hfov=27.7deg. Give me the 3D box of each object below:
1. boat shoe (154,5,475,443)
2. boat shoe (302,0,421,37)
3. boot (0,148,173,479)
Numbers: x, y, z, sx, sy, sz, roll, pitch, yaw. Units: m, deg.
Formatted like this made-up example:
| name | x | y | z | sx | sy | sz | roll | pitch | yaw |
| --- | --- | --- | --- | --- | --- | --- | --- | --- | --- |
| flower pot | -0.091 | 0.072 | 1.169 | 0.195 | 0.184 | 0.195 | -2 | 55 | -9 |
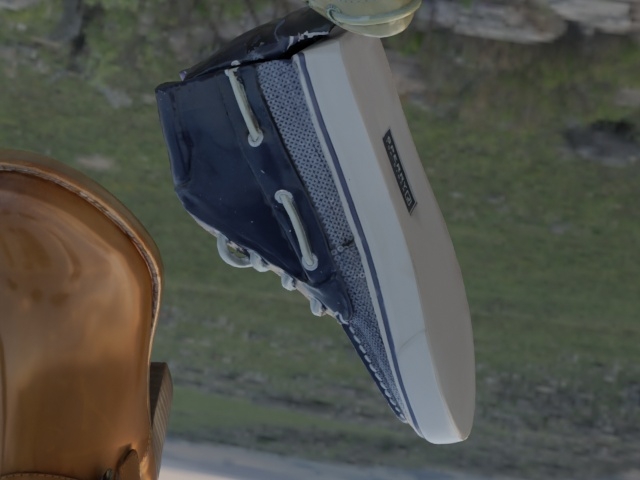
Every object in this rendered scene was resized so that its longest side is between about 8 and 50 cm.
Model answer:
| name | x | y | z | sx | sy | sz | roll | pitch | yaw |
| --- | --- | --- | --- | --- | --- | --- | --- | --- | --- |
| boat shoe | 0.000 | 0.000 | 0.956 | 0.158 | 0.340 | 0.127 | -12 | -165 | 23 |
| boat shoe | -0.004 | -0.094 | 0.396 | 0.056 | 0.048 | 0.153 | -15 | -162 | -13 |
| boot | -0.159 | 0.111 | 0.714 | 0.109 | 0.220 | 0.283 | 5 | 138 | 8 |
